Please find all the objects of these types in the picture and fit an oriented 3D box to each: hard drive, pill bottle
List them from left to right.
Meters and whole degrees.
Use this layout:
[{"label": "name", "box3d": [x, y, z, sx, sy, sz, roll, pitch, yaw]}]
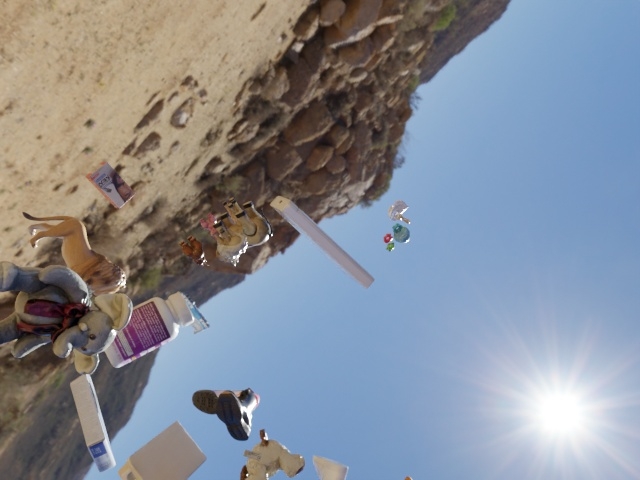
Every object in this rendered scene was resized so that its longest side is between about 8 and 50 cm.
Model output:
[{"label": "pill bottle", "box3d": [-0.613, 0.305, 1.649, 0.301, 0.170, 0.169, -26, -175, -23]}, {"label": "hard drive", "box3d": [0.000, 0.000, 1.455, 0.047, 0.353, 0.233, -48, -164, -3]}]

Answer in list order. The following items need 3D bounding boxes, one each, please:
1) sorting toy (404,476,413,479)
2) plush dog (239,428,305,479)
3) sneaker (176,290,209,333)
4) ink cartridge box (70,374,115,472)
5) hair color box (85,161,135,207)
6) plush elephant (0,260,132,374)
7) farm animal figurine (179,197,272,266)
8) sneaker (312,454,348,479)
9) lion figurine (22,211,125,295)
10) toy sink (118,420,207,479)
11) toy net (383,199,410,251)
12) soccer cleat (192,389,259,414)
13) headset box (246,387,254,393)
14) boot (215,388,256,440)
[{"label": "sorting toy", "box3d": [0.136, 0.704, 1.083, 0.348, 0.047, 0.196, -51, -147, 15]}, {"label": "plush dog", "box3d": [-0.223, 0.875, 1.859, 0.262, 0.211, 0.225, -16, 157, -28]}, {"label": "sneaker", "box3d": [-0.525, 0.289, 1.848, 0.082, 0.191, 0.071, -33, -174, -4]}, {"label": "ink cartridge box", "box3d": [-0.842, 0.641, 1.710, 0.071, 0.330, 0.324, -18, 147, -28]}, {"label": "hair color box", "box3d": [-0.834, -0.220, 1.859, 0.053, 0.167, 0.093, 10, -127, 47]}, {"label": "plush elephant", "box3d": [-0.642, 0.211, 1.182, 0.272, 0.255, 0.330, -61, 165, 12]}, {"label": "farm animal figurine", "box3d": [-0.289, -0.016, 1.588, 0.326, 0.172, 0.330, -13, -152, 39]}, {"label": "sneaker", "box3d": [0.017, 0.938, 1.808, 0.292, 0.107, 0.169, 127, -22, -69]}, {"label": "lion figurine", "box3d": [-0.896, 0.039, 1.711, 0.240, 0.393, 0.142, -24, -175, -23]}, {"label": "toy sink", "box3d": [-0.468, 0.661, 1.339, 0.131, 0.153, 0.234, -45, 172, 14]}, {"label": "toy net", "box3d": [0.287, -0.065, 1.800, 0.121, 0.232, 0.045, -21, -139, -6]}, {"label": "soccer cleat", "box3d": [-0.441, 0.747, 2.178, 0.116, 0.317, 0.109, 14, 76, -78]}, {"label": "headset box", "box3d": [-0.297, 0.617, 1.832, 0.083, 0.032, 0.062, -46, 175, -33]}, {"label": "boot", "box3d": [-0.240, 0.465, 1.356, 0.076, 0.198, 0.137, 1, -145, 9]}]
